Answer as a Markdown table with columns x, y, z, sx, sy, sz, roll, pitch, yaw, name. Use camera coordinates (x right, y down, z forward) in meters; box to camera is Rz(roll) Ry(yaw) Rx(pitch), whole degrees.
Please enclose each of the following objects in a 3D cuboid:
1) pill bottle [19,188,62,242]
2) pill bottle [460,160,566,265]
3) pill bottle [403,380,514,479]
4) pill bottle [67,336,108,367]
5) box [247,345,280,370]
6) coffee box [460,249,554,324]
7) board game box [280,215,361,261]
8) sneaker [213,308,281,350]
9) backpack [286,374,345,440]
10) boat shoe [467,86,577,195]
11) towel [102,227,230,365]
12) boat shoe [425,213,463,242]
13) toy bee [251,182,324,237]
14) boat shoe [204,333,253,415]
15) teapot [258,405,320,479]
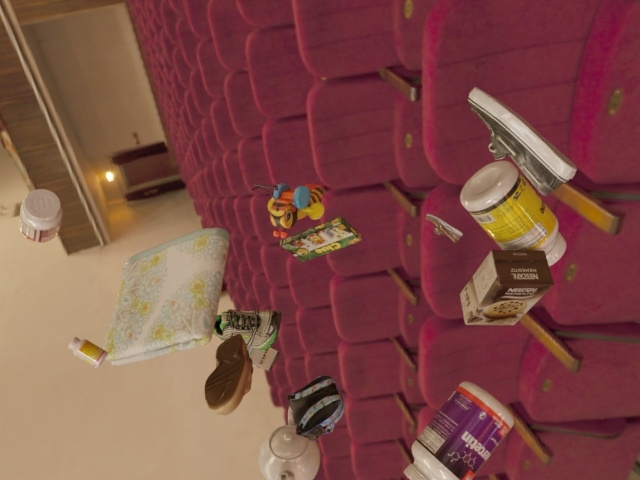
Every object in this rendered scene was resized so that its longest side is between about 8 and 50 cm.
| x | y | z | sx | sy | sz | roll | pitch | yaw | name |
| --- | --- | --- | --- | --- | --- | --- | --- | --- | --- |
| -0.894 | -0.078 | 1.731 | 0.221 | 0.121 | 0.121 | -32 | 73 | 56 | pill bottle |
| 0.595 | -0.068 | 1.645 | 0.334 | 0.188 | 0.188 | 43 | 179 | -21 | pill bottle |
| 0.388 | 0.576 | 1.541 | 0.181 | 0.323 | 0.181 | 40 | 171 | 8 | pill bottle |
| -0.543 | 0.259 | 1.260 | 0.083 | 0.043 | 0.043 | 34 | 170 | -7 | pill bottle |
| -0.275 | 0.516 | 2.445 | 0.060 | 0.100 | 0.244 | 20 | 166 | 27 | box |
| 0.560 | 0.151 | 1.656 | 0.297 | 0.168 | 0.119 | 99 | 171 | -58 | coffee box |
| 0.000 | 0.000 | 1.896 | 0.136 | 0.260 | 0.030 | 36 | -136 | -42 | board game box |
| -0.264 | 0.302 | 1.863 | 0.343 | 0.146 | 0.134 | -19 | 49 | 42 | sneaker |
| 0.001 | 0.508 | 1.659 | 0.117 | 0.173 | 0.158 | 42 | -164 | -40 | backpack |
| 0.484 | -0.249 | 1.373 | 0.335 | 0.121 | 0.119 | 48 | 119 | 15 | boat shoe |
| -0.407 | 0.151 | 1.433 | 0.090 | 0.374 | 0.320 | 40 | -139 | -45 | towel |
| 0.542 | -0.053 | 2.414 | 0.183 | 0.066 | 0.066 | 32 | -173 | 11 | boat shoe |
| -0.105 | -0.094 | 1.647 | 0.195 | 0.298 | 0.162 | 17 | 105 | 51 | toy bee |
| -0.234 | 0.383 | 1.500 | 0.110 | 0.121 | 0.341 | 62 | -173 | -17 | boat shoe |
| -0.117 | 0.785 | 2.032 | 0.256 | 0.252 | 0.187 | 30 | 133 | 40 | teapot |
